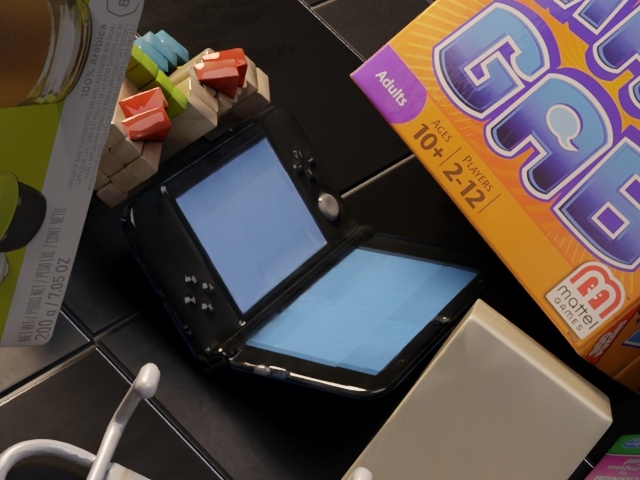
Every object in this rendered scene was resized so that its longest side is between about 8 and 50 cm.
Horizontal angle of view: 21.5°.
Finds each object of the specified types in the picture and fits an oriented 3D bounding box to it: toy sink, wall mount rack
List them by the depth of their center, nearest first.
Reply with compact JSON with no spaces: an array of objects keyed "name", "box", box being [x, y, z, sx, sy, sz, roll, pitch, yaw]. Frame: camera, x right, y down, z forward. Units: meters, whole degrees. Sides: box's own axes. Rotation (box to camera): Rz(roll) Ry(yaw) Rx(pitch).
[{"name":"wall mount rack","box":[-0.093,0.257,1.285,0.350,0.130,0.304,27,39,-9]},{"name":"toy sink","box":[0.126,0.192,1.492,0.153,0.234,0.131,37,8,4]}]

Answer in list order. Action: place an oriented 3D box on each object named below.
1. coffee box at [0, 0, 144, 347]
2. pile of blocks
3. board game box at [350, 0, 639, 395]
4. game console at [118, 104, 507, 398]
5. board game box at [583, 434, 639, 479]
[{"name":"coffee box","box":[-0.378,-0.138,1.251,0.334,0.337,0.338,-1,31,-36]},{"name":"pile of blocks","box":[-0.145,-0.156,1.616,0.149,0.113,0.362,57,23,-5]},{"name":"board game box","box":[0.316,-0.108,1.682,0.356,0.356,0.356,52,9,21]},{"name":"game console","box":[0.000,0.000,1.574,0.250,0.173,0.293,60,38,-8]},{"name":"board game box","box":[0.322,0.267,1.500,0.316,0.242,0.064,-35,111,-51]}]
